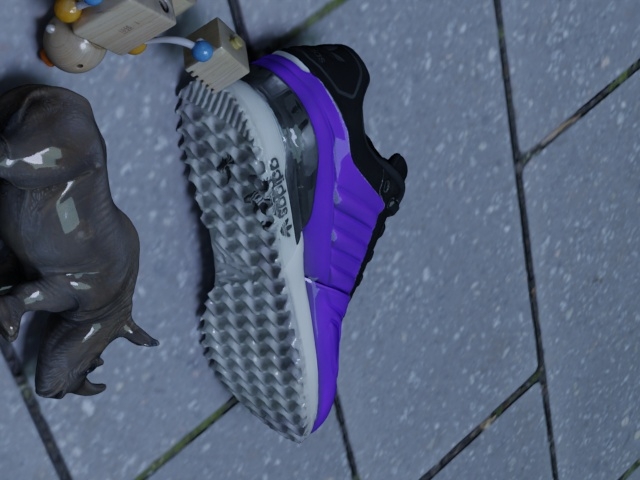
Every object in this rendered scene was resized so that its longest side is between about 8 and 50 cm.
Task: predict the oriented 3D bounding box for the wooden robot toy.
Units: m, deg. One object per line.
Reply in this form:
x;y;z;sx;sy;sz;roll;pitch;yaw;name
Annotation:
-0.120;-0.125;0.937;0.079;0.076;0.173;-31;151;23;wooden robot toy

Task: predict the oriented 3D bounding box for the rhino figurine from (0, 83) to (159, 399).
-0.152;0.012;0.969;0.106;0.073;0.243;-37;139;-22;rhino figurine

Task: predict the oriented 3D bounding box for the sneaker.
0.001;0.000;1.110;0.146;0.102;0.293;-32;136;-32;sneaker
